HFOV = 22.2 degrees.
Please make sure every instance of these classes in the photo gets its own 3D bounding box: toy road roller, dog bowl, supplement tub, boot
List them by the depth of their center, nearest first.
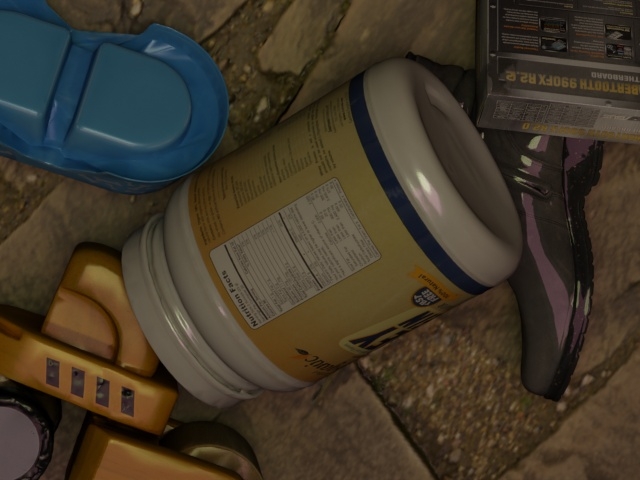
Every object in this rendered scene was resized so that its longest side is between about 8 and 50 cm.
[{"bbox_3d":[0.000,0.000,1.486,0.316,0.228,0.228,-30,104,20],"label":"supplement tub"},{"bbox_3d":[-0.237,-0.138,1.531,0.297,0.074,0.166,17,65,-8],"label":"dog bowl"},{"bbox_3d":[-0.186,0.144,1.567,0.329,0.202,0.240,22,92,-8],"label":"toy road roller"},{"bbox_3d":[0.158,-0.013,1.621,0.223,0.118,0.338,3,94,0],"label":"boot"}]

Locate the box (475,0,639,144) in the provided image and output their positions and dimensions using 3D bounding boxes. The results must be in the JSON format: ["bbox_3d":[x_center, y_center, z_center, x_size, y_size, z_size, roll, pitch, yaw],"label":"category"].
[{"bbox_3d":[0.265,-0.183,1.549,0.231,0.056,0.183,5,59,-4],"label":"box"}]
